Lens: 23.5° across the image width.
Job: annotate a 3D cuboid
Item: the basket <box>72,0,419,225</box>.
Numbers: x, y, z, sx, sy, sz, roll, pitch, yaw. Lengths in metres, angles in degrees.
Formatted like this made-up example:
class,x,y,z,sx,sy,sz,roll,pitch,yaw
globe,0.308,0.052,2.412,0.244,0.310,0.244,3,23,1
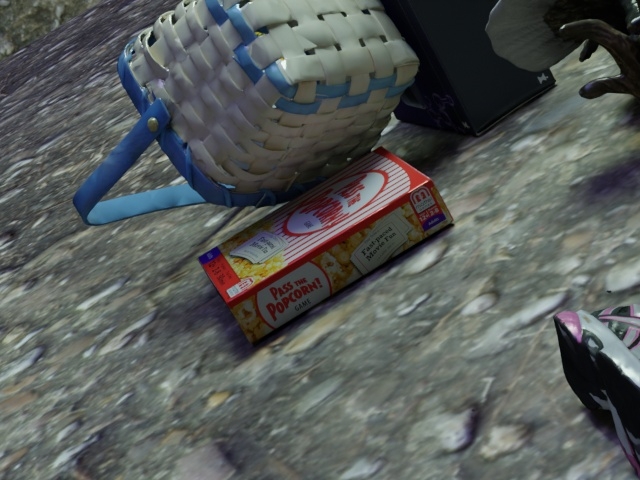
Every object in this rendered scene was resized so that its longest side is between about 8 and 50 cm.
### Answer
class,x,y,z,sx,sy,sz,roll,pitch,yaw
basket,-0.067,-0.117,1.408,0.255,0.201,0.289,-15,-27,-48

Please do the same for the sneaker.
class,x,y,z,sx,sy,sz,roll,pitch,yaw
sneaker,0.186,0.069,0.825,0.077,0.072,0.178,-20,24,-4

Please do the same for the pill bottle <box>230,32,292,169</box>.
class,x,y,z,sx,sy,sz,roll,pitch,yaw
pill bottle,-0.047,-0.160,1.653,0.117,0.117,0.208,-19,22,28

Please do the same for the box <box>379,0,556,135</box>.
class,x,y,z,sx,sy,sz,roll,pitch,yaw
box,0.087,-0.239,1.441,0.103,0.261,0.184,-35,19,-16

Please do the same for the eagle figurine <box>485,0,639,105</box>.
class,x,y,z,sx,sy,sz,roll,pitch,yaw
eagle figurine,0.289,-0.206,1.206,0.226,0.225,0.298,-27,27,40

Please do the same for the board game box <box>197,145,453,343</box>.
class,x,y,z,sx,sy,sz,roll,pitch,yaw
board game box,0.000,0.000,1.294,0.193,0.045,0.147,-31,19,-6
